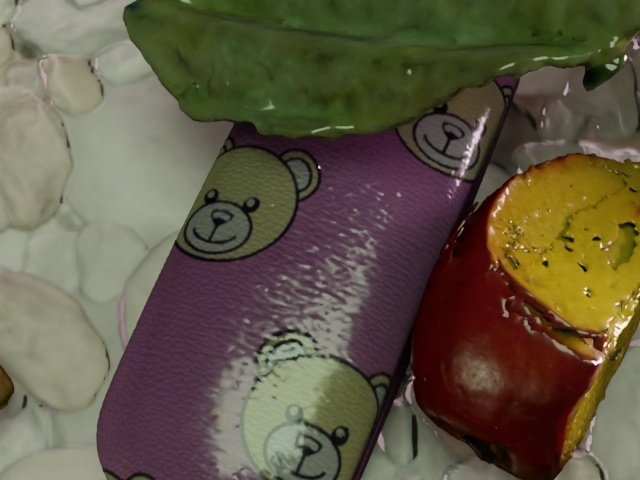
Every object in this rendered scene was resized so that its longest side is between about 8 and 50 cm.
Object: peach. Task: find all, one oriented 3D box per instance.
[{"bbox_3d":[0.100,0.025,0.686,0.092,0.127,0.172,22,62,15],"label":"peach"}]

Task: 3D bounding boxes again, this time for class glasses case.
[{"bbox_3d":[0.000,0.000,0.728,0.123,0.076,0.316,18,66,12],"label":"glasses case"}]

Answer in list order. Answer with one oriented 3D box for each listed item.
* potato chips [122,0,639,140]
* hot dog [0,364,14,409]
[{"bbox_3d":[0.088,-0.224,0.743,0.389,0.097,0.373,-17,46,21],"label":"potato chips"},{"bbox_3d":[-0.252,-0.013,0.744,0.068,0.083,0.289,-43,69,3],"label":"hot dog"}]
